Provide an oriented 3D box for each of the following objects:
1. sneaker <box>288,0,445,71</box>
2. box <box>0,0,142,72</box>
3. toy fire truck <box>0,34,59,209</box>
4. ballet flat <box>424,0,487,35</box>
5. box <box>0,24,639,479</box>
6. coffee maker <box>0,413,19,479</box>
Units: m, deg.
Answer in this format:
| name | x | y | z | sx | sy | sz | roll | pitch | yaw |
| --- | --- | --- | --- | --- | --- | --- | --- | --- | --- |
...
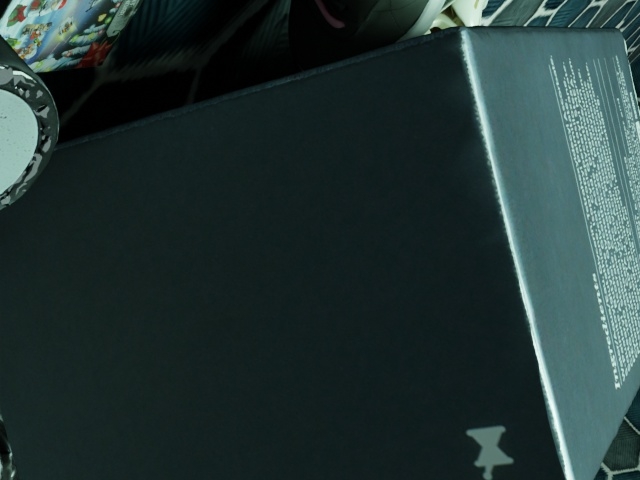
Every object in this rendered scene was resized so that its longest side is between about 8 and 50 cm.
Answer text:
| name | x | y | z | sx | sy | sz | roll | pitch | yaw |
| --- | --- | --- | --- | --- | --- | --- | --- | --- | --- |
| sneaker | 0.007 | -0.170 | 0.548 | 0.147 | 0.104 | 0.296 | -21 | 165 | -32 |
| box | -0.096 | -0.130 | 0.453 | 0.137 | 0.027 | 0.094 | -50 | 169 | 27 |
| toy fire truck | -0.212 | 0.013 | 0.272 | 0.246 | 0.158 | 0.217 | -4 | 132 | -47 |
| ballet flat | 0.093 | -0.175 | 0.901 | 0.213 | 0.068 | 0.072 | -42 | 170 | -17 |
| box | 0.033 | 0.008 | 0.657 | 0.293 | 0.212 | 0.395 | -12 | -175 | 26 |
| coffee maker | -0.288 | 0.181 | 0.748 | 0.171 | 0.120 | 0.178 | -21 | 169 | 3 |
